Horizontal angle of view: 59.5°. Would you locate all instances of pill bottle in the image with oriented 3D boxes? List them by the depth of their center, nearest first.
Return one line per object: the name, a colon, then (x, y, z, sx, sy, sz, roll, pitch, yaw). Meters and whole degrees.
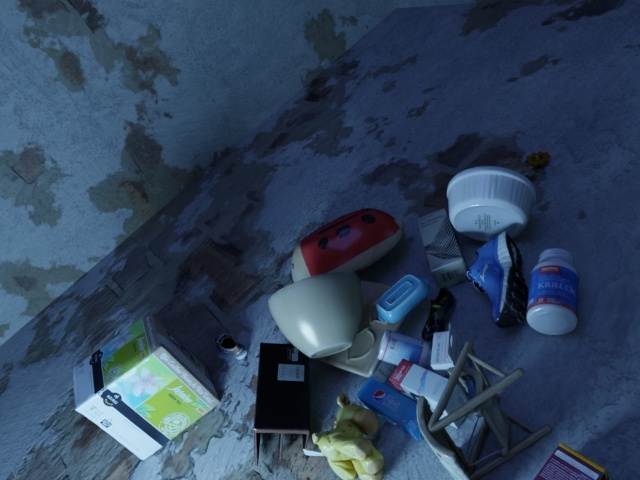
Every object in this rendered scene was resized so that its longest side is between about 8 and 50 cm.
pill bottle: (0.623, 0.130, 1.497, 0.124, 0.124, 0.221, -8, 42, 32)
pill bottle: (0.244, 0.310, 1.546, 0.160, 0.087, 0.087, 18, 51, 6)

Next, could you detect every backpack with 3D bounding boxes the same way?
backpack: (0.000, 0.000, 2.188, 0.105, 0.084, 0.114, -38, 38, -2)

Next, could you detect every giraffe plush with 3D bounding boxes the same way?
giraffe plush: (0.084, 0.502, 1.451, 0.210, 0.181, 0.170, 11, 40, 24)

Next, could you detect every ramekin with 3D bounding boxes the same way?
ramekin: (0.527, -0.101, 1.747, 0.273, 0.273, 0.127, -6, 55, 34)

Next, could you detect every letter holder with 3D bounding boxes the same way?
letter holder: (-0.114, 0.489, 1.656, 0.152, 0.214, 0.301, 3, 38, -4)

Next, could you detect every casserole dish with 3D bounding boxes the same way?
casserole dish: (0.243, 0.168, 1.683, 0.188, 0.037, 0.114, -41, 31, -7)

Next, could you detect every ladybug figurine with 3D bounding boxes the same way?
ladybug figurine: (0.081, 0.016, 1.984, 0.449, 0.161, 0.305, -27, 17, 11)

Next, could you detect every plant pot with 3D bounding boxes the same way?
plant pot: (0.004, 0.235, 1.648, 0.284, 0.284, 0.190, -23, 68, 15)

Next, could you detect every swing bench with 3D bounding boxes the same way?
swing bench: (0.350, 0.415, 1.258, 0.255, 0.253, 0.165, -44, 36, -15)

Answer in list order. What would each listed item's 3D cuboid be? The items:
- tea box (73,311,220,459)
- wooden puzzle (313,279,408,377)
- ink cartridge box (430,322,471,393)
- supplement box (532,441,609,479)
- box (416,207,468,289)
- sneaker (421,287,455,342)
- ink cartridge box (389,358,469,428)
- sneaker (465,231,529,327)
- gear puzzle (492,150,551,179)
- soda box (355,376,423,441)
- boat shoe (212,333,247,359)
tea box: (-0.570, 0.478, 1.848, 0.324, 0.329, 0.220, -37, 34, -5)
wooden puzzle: (0.124, 0.273, 1.772, 0.348, 0.080, 0.322, 3, 48, 47)
ink cartridge box: (0.337, 0.308, 1.459, 0.062, 0.181, 0.104, -13, 39, 27)
supplement box: (0.495, 0.531, 1.151, 0.188, 0.080, 0.104, -45, 37, -16)
box: (0.400, 0.023, 1.831, 0.113, 0.094, 0.275, -23, 36, 14)
sneaker: (0.341, 0.219, 1.655, 0.067, 0.078, 0.188, 2, 48, 40)
ink cartridge box: (0.283, 0.394, 1.446, 0.175, 0.127, 0.072, 16, 59, 48)
sneaker: (0.507, 0.126, 1.622, 0.147, 0.130, 0.330, -29, 29, 32)
gear puzzle: (0.654, -0.223, 1.979, 0.339, 0.044, 0.175, -30, 33, 0)
soda box: (0.198, 0.449, 1.501, 0.071, 0.067, 0.210, -47, 37, -20)
boat shoe: (-0.335, 0.369, 2.023, 0.183, 0.066, 0.066, 9, 52, 44)
